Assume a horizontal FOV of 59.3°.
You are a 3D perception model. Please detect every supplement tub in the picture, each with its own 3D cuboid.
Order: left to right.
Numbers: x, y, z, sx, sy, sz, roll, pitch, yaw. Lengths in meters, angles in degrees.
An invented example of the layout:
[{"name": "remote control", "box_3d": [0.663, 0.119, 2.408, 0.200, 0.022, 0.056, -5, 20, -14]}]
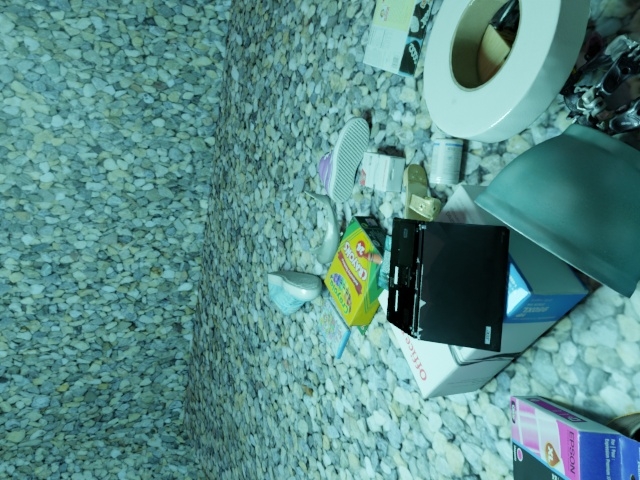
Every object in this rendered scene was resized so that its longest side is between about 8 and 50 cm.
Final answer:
[{"name": "supplement tub", "box_3d": [0.303, -0.190, 1.353, 0.071, 0.071, 0.107, 20, 107, 59]}]

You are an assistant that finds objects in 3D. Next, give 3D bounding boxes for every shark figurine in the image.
[{"name": "shark figurine", "box_3d": [0.009, -0.013, 1.796, 0.166, 0.116, 0.278, 42, 139, 48]}]

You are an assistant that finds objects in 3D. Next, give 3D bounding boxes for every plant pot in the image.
[{"name": "plant pot", "box_3d": [0.436, -0.068, 0.932, 0.196, 0.293, 0.293, -58, 38, 14]}]

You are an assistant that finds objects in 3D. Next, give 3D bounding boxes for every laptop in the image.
[{"name": "laptop", "box_3d": [0.242, 0.077, 1.129, 0.264, 0.136, 0.234, -161, 74, -77]}]

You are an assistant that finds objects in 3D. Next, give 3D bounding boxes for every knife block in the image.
[{"name": "knife block", "box_3d": [0.380, -0.405, 1.203, 0.275, 0.088, 0.242, 15, 102, 60]}]

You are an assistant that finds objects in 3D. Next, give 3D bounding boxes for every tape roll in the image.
[{"name": "tape roll", "box_3d": [0.337, -0.383, 1.086, 0.392, 0.072, 0.392, -174, 90, -66]}]

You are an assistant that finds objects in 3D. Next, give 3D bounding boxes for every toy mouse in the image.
[{"name": "toy mouse", "box_3d": [0.492, -0.360, 1.057, 0.161, 0.031, 0.143, 37, 121, 55]}]

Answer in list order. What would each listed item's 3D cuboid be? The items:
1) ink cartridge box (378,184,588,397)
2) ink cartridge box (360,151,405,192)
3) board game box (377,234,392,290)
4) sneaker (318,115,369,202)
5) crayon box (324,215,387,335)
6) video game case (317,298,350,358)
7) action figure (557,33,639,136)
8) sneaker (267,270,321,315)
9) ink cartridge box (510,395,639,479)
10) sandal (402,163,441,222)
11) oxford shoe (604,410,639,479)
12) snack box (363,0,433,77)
[{"name": "ink cartridge box", "box_3d": [0.320, 0.119, 1.217, 0.395, 0.166, 0.285, -61, 39, 41]}, {"name": "ink cartridge box", "box_3d": [0.175, -0.195, 1.595, 0.135, 0.056, 0.099, 29, 115, 58]}, {"name": "board game box", "box_3d": [0.195, 0.069, 1.248, 0.186, 0.026, 0.126, 30, 113, 60]}, {"name": "sneaker", "box_3d": [0.056, -0.278, 1.770, 0.161, 0.102, 0.282, 59, 138, 48]}, {"name": "crayon box", "box_3d": [0.113, 0.111, 1.677, 0.202, 0.081, 0.319, 59, 138, 43]}, {"name": "video game case", "box_3d": [0.042, 0.294, 1.867, 0.166, 0.015, 0.119, 54, 134, 46]}, {"name": "action figure", "box_3d": [0.493, -0.245, 0.944, 0.164, 0.141, 0.276, 60, -168, -5]}, {"name": "sneaker", "box_3d": [-0.087, 0.198, 2.004, 0.366, 0.135, 0.150, -169, 73, -69]}, {"name": "ink cartridge box", "box_3d": [0.429, 0.391, 0.971, 0.371, 0.069, 0.176, 135, 135, -83]}, {"name": "sandal", "box_3d": [0.262, -0.097, 1.408, 0.079, 0.088, 0.240, 133, 135, -58]}, {"name": "oxford shoe", "box_3d": [0.510, 0.339, 0.903, 0.364, 0.132, 0.130, -63, 40, 45]}, {"name": "snack box", "box_3d": [0.220, -0.623, 1.519, 0.187, 0.060, 0.322, 44, 127, 52]}]
